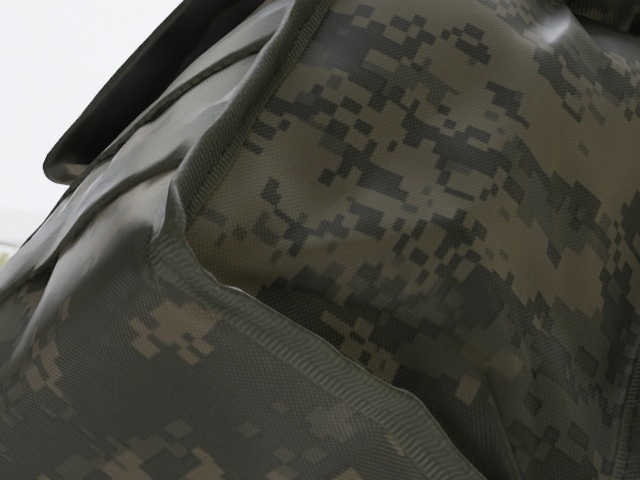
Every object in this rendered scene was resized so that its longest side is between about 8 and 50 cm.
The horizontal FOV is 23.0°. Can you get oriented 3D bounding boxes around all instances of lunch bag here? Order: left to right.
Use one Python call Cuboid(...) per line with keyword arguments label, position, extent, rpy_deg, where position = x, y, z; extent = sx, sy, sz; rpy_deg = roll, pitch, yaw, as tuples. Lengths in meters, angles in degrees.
Cuboid(label="lunch bag", position=(0.000, 0.000, 0.514), extent=(0.169, 0.287, 0.235), rpy_deg=(41, -45, -13))
